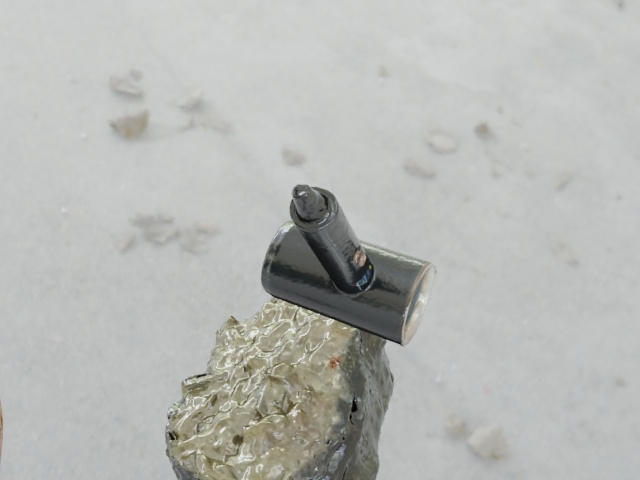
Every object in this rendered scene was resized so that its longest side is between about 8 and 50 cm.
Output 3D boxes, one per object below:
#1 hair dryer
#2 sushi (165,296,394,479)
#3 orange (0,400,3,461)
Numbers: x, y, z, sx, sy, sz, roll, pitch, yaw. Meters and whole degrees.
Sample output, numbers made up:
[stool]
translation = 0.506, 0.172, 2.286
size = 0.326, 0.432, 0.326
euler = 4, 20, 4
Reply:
[hair dryer]
translation = 0.000, 0.000, 0.894
size = 0.128, 0.255, 0.070
euler = 19, 76, 19
[sushi]
translation = -0.037, 0.190, 1.353
size = 0.211, 0.170, 0.350
euler = -5, 34, 29
[orange]
translation = -0.336, 0.124, 0.772
size = 0.310, 0.274, 0.274
euler = 1, 38, 13
